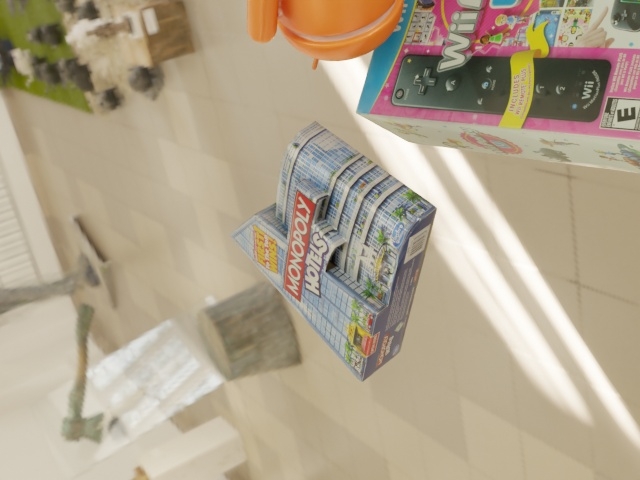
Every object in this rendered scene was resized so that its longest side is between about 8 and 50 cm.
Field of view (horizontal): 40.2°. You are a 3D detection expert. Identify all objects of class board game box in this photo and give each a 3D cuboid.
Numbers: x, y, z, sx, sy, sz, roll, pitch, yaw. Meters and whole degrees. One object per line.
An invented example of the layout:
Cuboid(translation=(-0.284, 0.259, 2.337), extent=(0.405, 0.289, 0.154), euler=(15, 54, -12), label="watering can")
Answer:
Cuboid(translation=(0.000, 0.000, 0.805), extent=(0.194, 0.060, 0.194), euler=(37, 141, 27), label="board game box")
Cuboid(translation=(0.198, -0.192, 0.791), extent=(0.303, 0.097, 0.224), euler=(13, 86, 44), label="board game box")

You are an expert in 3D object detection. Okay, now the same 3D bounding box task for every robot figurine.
Cuboid(translation=(0.006, -0.250, 0.777), extent=(0.128, 0.158, 0.219), euler=(5, 148, 17), label="robot figurine")
